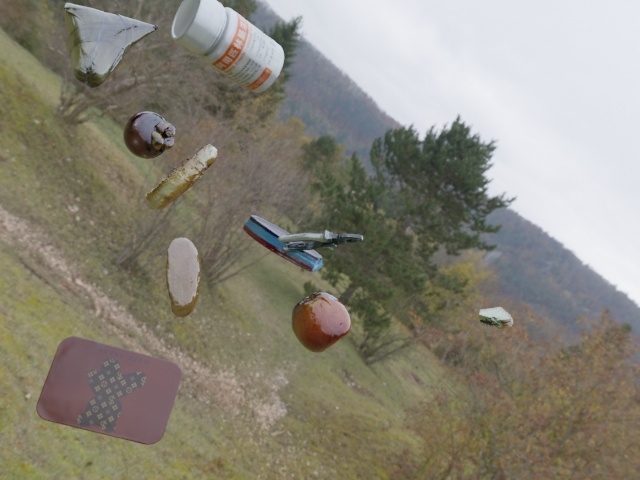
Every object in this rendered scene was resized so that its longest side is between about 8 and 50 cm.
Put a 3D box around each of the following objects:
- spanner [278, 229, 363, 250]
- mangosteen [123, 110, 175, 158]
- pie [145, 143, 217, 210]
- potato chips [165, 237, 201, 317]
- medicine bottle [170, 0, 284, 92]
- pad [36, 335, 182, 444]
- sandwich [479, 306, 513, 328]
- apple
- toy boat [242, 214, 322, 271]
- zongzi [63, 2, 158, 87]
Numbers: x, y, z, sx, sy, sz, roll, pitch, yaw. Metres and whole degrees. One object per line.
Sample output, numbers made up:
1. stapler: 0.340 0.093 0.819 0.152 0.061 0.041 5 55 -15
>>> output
1. spanner: 0.000 0.000 1.757 0.095 0.325 0.040 62 31 -51
2. mangosteen: -0.446 -0.279 1.238 0.140 0.140 0.140 40 9 -7
3. pie: -0.482 -0.229 1.653 0.092 0.315 0.315 49 6 -16
4. potato chips: -0.334 0.095 1.172 0.049 0.201 0.150 4 -2 17
5. medicine bottle: -0.330 -0.714 1.699 0.372 0.211 0.211 21 20 -44
6. pad: -0.448 0.321 1.000 0.267 0.181 0.004 17 -11 -7
7. sandwich: 0.558 0.249 1.490 0.105 0.093 0.035 -125 -153 -74
8. apple: -0.003 0.306 1.786 0.230 0.230 0.230 40 9 -7
9. toy boat: -0.162 0.007 1.912 0.392 0.079 0.136 31 27 21
10. zongzi: -0.543 -0.505 1.247 0.242 0.112 0.220 -4 71 -33
